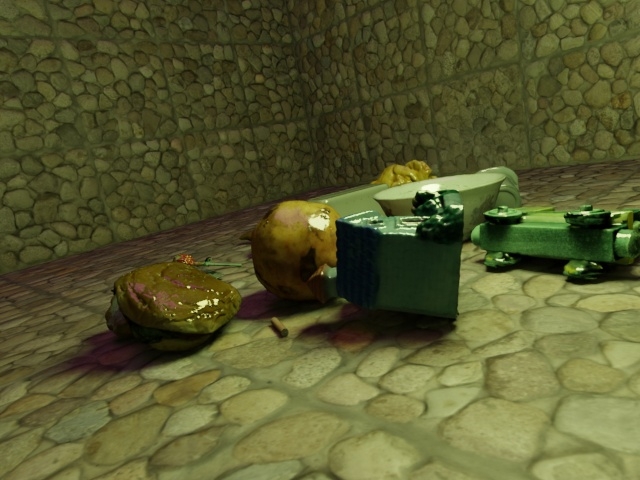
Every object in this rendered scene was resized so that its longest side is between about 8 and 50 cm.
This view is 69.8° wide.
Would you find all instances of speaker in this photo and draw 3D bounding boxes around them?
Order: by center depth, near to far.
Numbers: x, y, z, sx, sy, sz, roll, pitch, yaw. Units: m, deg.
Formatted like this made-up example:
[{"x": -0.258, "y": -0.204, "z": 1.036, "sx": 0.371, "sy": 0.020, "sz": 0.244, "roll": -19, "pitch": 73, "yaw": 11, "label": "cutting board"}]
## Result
[{"x": 0.131, "y": -0.121, "z": 1.967, "sx": 0.406, "sy": 0.184, "sz": 0.183, "roll": -18, "pitch": 14, "yaw": -35, "label": "speaker"}]

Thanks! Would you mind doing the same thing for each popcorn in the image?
[{"x": 0.416, "y": -0.245, "z": 2.234, "sx": 0.316, "sy": 0.281, "sz": 0.297, "roll": -35, "pitch": -38, "yaw": 23, "label": "popcorn"}]

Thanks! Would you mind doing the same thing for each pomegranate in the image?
[{"x": -0.045, "y": 0.029, "z": 1.204, "sx": 0.281, "sy": 0.281, "sz": 0.281, "roll": -10, "pitch": 11, "yaw": 2, "label": "pomegranate"}]

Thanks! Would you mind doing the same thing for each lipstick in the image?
[{"x": -0.093, "y": 0.195, "z": 1.041, "sx": 0.019, "sy": 0.019, "sz": 0.094, "roll": -14, "pitch": 11, "yaw": -18, "label": "lipstick"}]

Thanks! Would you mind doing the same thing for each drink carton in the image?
[{"x": 0.663, "y": -0.167, "z": 1.739, "sx": 0.185, "sy": 0.191, "sz": 0.189, "roll": -5, "pitch": 19, "yaw": 19, "label": "drink carton"}]

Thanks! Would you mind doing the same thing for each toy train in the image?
[{"x": 0.585, "y": -0.014, "z": 1.130, "sx": 0.253, "sy": 0.160, "sz": 0.397, "roll": -10, "pitch": 9, "yaw": -34, "label": "toy train"}]

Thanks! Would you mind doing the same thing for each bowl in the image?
[{"x": 0.407, "y": -0.095, "z": 1.558, "sx": 0.435, "sy": 0.196, "sz": 0.435, "roll": -9, "pitch": 11, "yaw": 2, "label": "bowl"}]

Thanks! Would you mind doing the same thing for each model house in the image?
[{"x": 0.135, "y": 0.020, "z": 1.003, "sx": 0.329, "sy": 0.252, "sz": 0.295, "roll": -2, "pitch": 20, "yaw": 13, "label": "model house"}]

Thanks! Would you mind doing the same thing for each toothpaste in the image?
[{"x": -0.423, "y": 0.121, "z": 1.665, "sx": 0.060, "sy": 0.038, "sz": 0.233, "roll": -19, "pitch": 16, "yaw": -37, "label": "toothpaste"}]

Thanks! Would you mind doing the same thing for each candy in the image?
[{"x": -0.442, "y": 0.093, "z": 1.773, "sx": 0.288, "sy": 0.078, "sz": 0.084, "roll": 1, "pitch": 6, "yaw": 13, "label": "candy"}]

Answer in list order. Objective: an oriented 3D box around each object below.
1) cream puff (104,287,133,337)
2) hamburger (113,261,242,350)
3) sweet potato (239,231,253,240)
[{"x": -0.474, "y": 0.191, "z": 1.199, "sx": 0.121, "sy": 0.156, "sz": 0.156, "roll": -52, "pitch": -1, "yaw": 18, "label": "cream puff"}, {"x": -0.337, "y": 0.137, "z": 1.085, "sx": 0.285, "sy": 0.134, "sz": 0.265, "roll": 24, "pitch": 28, "yaw": 17, "label": "hamburger"}, {"x": -0.251, "y": -0.019, "z": 2.134, "sx": 0.274, "sy": 0.067, "sz": 0.067, "roll": -1, "pitch": 14, "yaw": 19, "label": "sweet potato"}]
